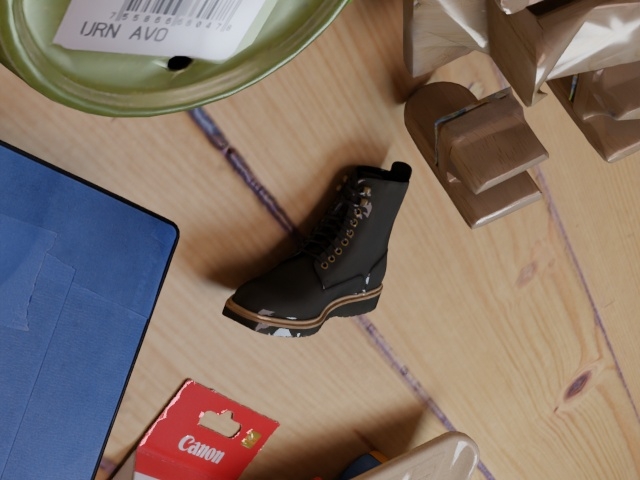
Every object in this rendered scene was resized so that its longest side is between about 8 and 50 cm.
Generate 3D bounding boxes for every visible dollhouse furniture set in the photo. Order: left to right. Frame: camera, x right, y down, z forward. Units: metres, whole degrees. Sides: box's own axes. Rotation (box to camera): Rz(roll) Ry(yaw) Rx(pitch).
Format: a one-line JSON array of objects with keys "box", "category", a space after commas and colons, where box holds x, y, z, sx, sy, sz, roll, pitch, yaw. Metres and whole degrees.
[{"box": [0.224, -0.265, 0.915, 0.394, 0.256, 0.362, -25, 154, -9], "category": "dollhouse furniture set"}]

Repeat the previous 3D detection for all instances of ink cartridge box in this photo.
[{"box": [-0.132, 0.251, 1.105, 0.224, 0.056, 0.181, -50, 147, 0], "category": "ink cartridge box"}]

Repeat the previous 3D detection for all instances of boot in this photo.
[{"box": [0.000, 0.000, 1.022, 0.198, 0.077, 0.137, -17, 130, -58], "category": "boot"}]

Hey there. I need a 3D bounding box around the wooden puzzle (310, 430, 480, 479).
[{"box": [-0.002, 0.366, 1.331, 0.348, 0.080, 0.322, -9, 127, -45], "category": "wooden puzzle"}]

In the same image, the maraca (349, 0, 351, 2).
[{"box": [-0.026, -0.227, 0.758, 0.127, 0.099, 0.186, -50, 120, -7], "category": "maraca"}]

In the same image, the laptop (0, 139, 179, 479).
[{"box": [-0.231, 0.099, 0.564, 0.408, 0.236, 0.382, 133, -25, -78], "category": "laptop"}]

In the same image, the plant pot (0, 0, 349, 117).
[{"box": [-0.101, -0.196, 0.453, 0.275, 0.293, 0.274, -23, 151, -14], "category": "plant pot"}]
